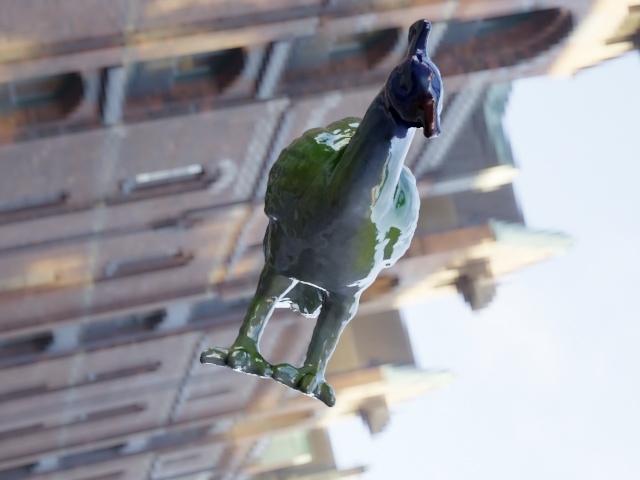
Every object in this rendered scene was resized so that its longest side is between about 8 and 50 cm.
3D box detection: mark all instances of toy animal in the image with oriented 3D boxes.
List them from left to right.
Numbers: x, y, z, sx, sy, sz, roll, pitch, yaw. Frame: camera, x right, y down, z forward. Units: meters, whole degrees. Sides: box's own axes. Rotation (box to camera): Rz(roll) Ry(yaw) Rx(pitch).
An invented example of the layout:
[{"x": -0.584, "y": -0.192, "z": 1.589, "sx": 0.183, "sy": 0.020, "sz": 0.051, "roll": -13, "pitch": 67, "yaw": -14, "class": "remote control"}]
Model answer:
[{"x": -0.005, "y": 0.014, "z": 0.476, "sx": 0.217, "sy": 0.041, "sz": 0.075, "roll": 116, "pitch": -5, "yaw": -68, "class": "toy animal"}]
